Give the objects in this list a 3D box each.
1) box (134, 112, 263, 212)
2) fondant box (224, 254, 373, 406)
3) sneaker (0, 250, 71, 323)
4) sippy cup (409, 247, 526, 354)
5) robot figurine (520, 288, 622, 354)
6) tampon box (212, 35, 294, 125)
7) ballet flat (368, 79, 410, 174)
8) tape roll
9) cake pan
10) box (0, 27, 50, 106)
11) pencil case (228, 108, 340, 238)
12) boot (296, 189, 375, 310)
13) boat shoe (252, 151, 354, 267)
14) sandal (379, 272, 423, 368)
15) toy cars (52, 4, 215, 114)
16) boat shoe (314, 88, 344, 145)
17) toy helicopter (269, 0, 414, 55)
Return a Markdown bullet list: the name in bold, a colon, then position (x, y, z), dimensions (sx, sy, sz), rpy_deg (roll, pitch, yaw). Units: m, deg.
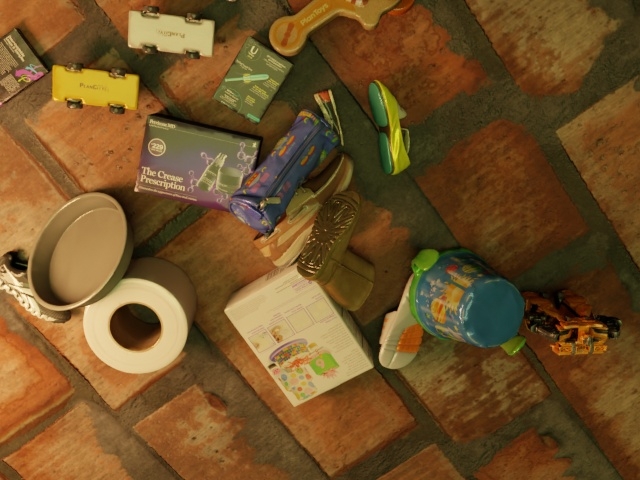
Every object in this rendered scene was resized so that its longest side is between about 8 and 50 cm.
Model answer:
- **box**: position (-0.281, -0.179, 1.581), dimensions (0.261, 0.103, 0.184), rpy_deg (12, 100, -4)
- **fondant box**: position (-0.050, 0.227, 1.706), dimensions (0.238, 0.096, 0.330), rpy_deg (-29, 106, 12)
- **sneaker**: position (-0.706, 0.112, 1.673), dimensions (0.234, 0.078, 0.106), rpy_deg (39, 104, -10)
- **sippy cup**: position (0.360, 0.149, 1.614), dimensions (0.306, 0.224, 0.239), rpy_deg (6, 96, -16)
- **robot figurine**: position (0.587, 0.193, 1.626), dimensions (0.211, 0.291, 0.085), rpy_deg (-2, 107, 0)
- **tampon box**: position (-0.150, -0.363, 1.534), dimensions (0.120, 0.101, 0.161), rpy_deg (32, 103, -11)
- **ballet flat**: position (0.169, -0.270, 1.595), dimensions (0.077, 0.077, 0.230), rpy_deg (-19, 111, -18)
- **tape roll**: position (-0.433, 0.179, 1.655), dimensions (0.246, 0.169, 0.246), rpy_deg (-1, 107, -2)
- **cake pan**: position (-0.554, 0.029, 1.577), dimensions (0.293, 0.293, 0.054), rpy_deg (-35, 146, 8)
- **box**: position (-0.719, -0.391, 1.547), dimensions (0.162, 0.029, 0.116), rpy_deg (-31, 106, 9)
- **pencil case**: position (-0.079, -0.154, 1.522), dimensions (0.119, 0.133, 0.306), rpy_deg (40, 73, -13)
- **boot**: position (0.065, 0.029, 1.606), dimensions (0.089, 0.269, 0.236), rpy_deg (31, 87, 33)
- **boat shoe**: position (-0.043, -0.082, 1.609), dimensions (0.116, 0.123, 0.324), rpy_deg (34, 101, -17)
- **sandal**: position (0.217, 0.200, 1.737), dimensions (0.102, 0.076, 0.265), rpy_deg (24, 84, -23)
- **toy cars**: position (-0.417, -0.408, 1.526), dimensions (0.394, 0.087, 0.176), rpy_deg (-33, 110, 5)
- **boat shoe**: position (0.023, -0.285, 1.591), dimensions (0.043, 0.049, 0.137), rpy_deg (-16, 104, 6)
- **toy helicopter**: position (0.029, -0.539, 1.465), dimensions (0.355, 0.140, 0.235), rpy_deg (-37, 88, 1)
